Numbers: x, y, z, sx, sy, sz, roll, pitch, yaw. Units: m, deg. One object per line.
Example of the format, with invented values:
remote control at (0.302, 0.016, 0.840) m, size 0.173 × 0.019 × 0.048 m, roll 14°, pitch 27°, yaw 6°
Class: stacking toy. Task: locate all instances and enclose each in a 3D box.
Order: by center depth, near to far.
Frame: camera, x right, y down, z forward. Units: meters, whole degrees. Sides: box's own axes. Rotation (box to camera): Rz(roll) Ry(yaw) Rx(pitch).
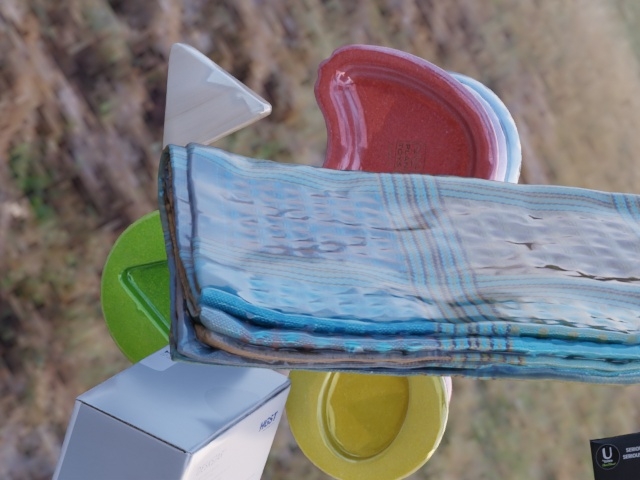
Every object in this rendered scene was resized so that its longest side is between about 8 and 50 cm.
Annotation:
stacking toy at (0.000, 0.000, 1.400) m, size 0.130 × 0.279 × 0.309 m, roll -13°, pitch 119°, yaw -73°

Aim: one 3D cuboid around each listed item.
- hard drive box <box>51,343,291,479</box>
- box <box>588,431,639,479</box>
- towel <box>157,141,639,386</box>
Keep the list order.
hard drive box at (-0.121, 0.202, 1.292) m, size 0.089 × 0.232 × 0.181 m, roll 24°, pitch 18°, yaw 15°
box at (0.181, 0.146, 0.998) m, size 0.062 × 0.052 × 0.083 m, roll 21°, pitch 61°, yaw -61°
towel at (0.097, 0.011, 1.035) m, size 0.271 × 0.370 × 0.040 m, roll -109°, pitch -155°, yaw -68°
